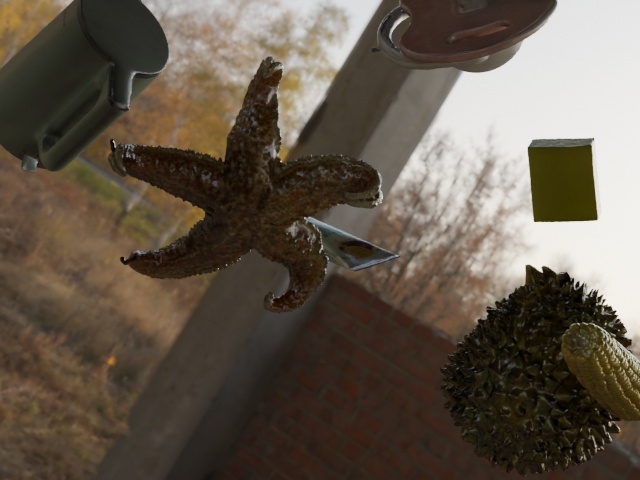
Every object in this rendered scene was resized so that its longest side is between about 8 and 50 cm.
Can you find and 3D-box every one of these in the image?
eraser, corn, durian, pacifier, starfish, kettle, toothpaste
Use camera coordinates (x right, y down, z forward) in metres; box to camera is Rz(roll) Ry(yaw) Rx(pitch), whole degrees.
[{"bbox_3d":[0.363,-0.090,1.458,0.097,0.122,0.045,-1,22,26],"label":"eraser"},{"bbox_3d":[0.326,0.150,1.094,0.067,0.067,0.206,30,-7,44],"label":"corn"},{"bbox_3d":[0.303,0.186,1.331,0.258,0.293,0.258,32,13,-8],"label":"durian"},{"bbox_3d":[0.222,-0.373,1.454,0.220,0.273,0.332,16,39,-7],"label":"pacifier"},{"bbox_3d":[-0.094,-0.054,1.111,0.303,0.312,0.113,20,28,-6],"label":"starfish"},{"bbox_3d":[-0.206,-0.129,0.805,0.098,0.148,0.127,50,36,-13],"label":"kettle"},{"bbox_3d":[0.000,0.000,1.478,0.056,0.058,0.314,37,-8,-32],"label":"toothpaste"}]
